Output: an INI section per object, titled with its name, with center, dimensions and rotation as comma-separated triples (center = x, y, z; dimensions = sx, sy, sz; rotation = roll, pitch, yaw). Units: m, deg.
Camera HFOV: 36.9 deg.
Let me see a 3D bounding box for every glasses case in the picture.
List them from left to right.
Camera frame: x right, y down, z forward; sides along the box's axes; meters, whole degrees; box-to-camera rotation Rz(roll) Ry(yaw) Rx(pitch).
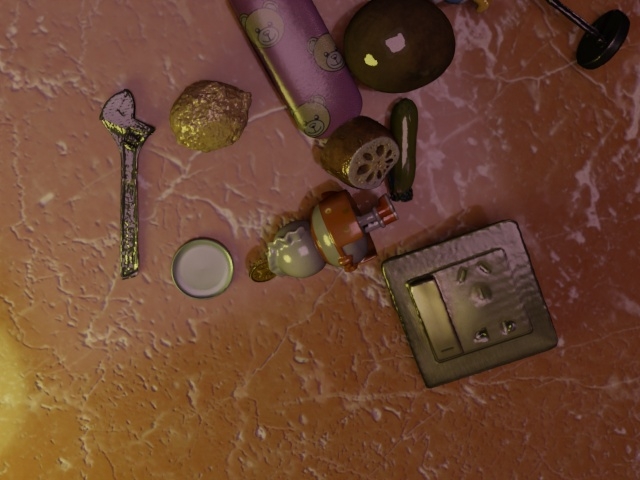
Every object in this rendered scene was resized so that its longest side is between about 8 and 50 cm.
[glasses case]
center = -0.042, -0.319, 1.594
dimensions = 0.123, 0.076, 0.316
rotation = -30, 103, -4

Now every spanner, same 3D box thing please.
[spanner]
center = -0.326, -0.091, 1.621
dimensions = 0.093, 0.026, 0.325
rotation = 1, 101, -7

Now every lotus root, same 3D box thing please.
[lotus root]
center = 0.067, -0.145, 1.617
dimensions = 0.112, 0.081, 0.122
rotation = 28, 103, -40

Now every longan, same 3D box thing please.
[longan]
center = 0.129, -0.323, 1.576
dimensions = 0.187, 0.167, 0.167
rotation = 8, 99, -13

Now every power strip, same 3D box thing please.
[power strip]
center = 0.262, 0.108, 1.708
dimensions = 0.251, 0.092, 0.257
rotation = -20, 103, 5

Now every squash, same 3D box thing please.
[squash]
center = 0.143, -0.155, 1.666
dimensions = 0.052, 0.052, 0.183
rotation = 1, 103, -8

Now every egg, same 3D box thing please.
[egg]
center = -0.179, -0.205, 1.575
dimensions = 0.140, 0.118, 0.116
rotation = -25, 86, -12

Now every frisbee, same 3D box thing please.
[frisbee]
center = -0.205, 0.050, 1.669
dimensions = 0.110, 0.014, 0.110
rotation = -2, 101, -8

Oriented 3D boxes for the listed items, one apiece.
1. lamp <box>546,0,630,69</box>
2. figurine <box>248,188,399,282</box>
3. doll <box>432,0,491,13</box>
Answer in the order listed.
[lamp]
center = 0.363, -0.445, 1.650
dimensions = 0.371, 0.108, 0.130
rotation = 37, 106, 2
[figurine]
center = 0.006, 0.006, 1.634
dimensions = 0.271, 0.143, 0.143
rotation = -39, 103, -1
[doll]
center = 0.183, -0.464, 1.591
dimensions = 0.241, 0.099, 0.135
rotation = 21, 96, -8
